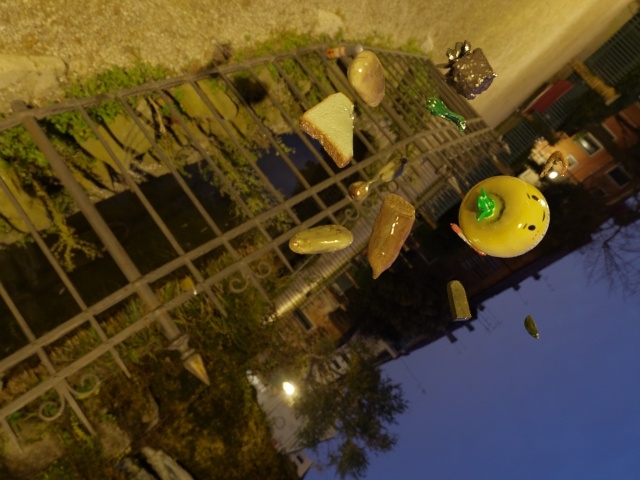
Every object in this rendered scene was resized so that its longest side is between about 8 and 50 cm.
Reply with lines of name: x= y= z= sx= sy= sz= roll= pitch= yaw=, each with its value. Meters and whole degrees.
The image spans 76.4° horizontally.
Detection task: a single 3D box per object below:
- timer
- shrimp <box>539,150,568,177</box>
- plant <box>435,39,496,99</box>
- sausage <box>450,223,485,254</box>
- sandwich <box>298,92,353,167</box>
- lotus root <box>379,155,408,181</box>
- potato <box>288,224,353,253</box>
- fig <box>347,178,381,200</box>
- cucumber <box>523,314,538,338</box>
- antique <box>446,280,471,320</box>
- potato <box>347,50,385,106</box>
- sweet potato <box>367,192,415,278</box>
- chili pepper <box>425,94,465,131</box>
timer: x=0.550 y=-0.085 z=1.277 sx=0.285 sy=0.285 sz=0.285 roll=-38 pitch=172 yaw=-6
shrimp: x=0.741 y=-0.226 z=1.293 sx=0.023 sy=0.083 sz=0.114 roll=-4 pitch=144 yaw=-16
plant: x=0.713 y=-0.843 z=1.995 sx=0.199 sy=0.276 sz=0.188 roll=-32 pitch=163 yaw=0
sausage: x=0.802 y=-0.007 z=2.219 sx=0.034 sy=0.253 sz=0.034 roll=-37 pitch=161 yaw=-15
sandwich: x=0.082 y=-0.477 z=1.734 sx=0.254 sy=0.288 sz=0.099 roll=-37 pitch=172 yaw=-28
lotus root: x=0.363 y=-0.352 z=1.996 sx=0.077 sy=0.090 sz=0.183 roll=-3 pitch=158 yaw=-40
potato: x=0.000 y=0.000 z=1.185 sx=0.188 sy=0.085 sz=0.105 roll=-8 pitch=-168 yaw=-9
fig: x=0.302 y=-0.362 z=2.736 sx=0.245 sy=0.149 sz=0.149 roll=-34 pitch=173 yaw=4
cucumber: x=0.872 y=0.365 z=1.685 sx=0.035 sy=0.067 sz=0.107 roll=-7 pitch=-161 yaw=13
antique: x=0.768 y=0.333 z=2.271 sx=0.080 sy=0.221 sz=0.081 roll=-2 pitch=156 yaw=-2
potato: x=0.227 y=-0.747 z=1.904 sx=0.296 sy=0.141 sz=0.191 roll=44 pitch=62 yaw=-59
sweet potato: x=0.284 y=-0.015 z=1.726 sx=0.158 sy=0.158 sz=0.369 roll=16 pitch=98 yaw=-81
chili pepper: x=0.569 y=-0.586 z=1.861 sx=0.074 sy=0.257 sz=0.100 roll=-57 pitch=-156 yaw=28
